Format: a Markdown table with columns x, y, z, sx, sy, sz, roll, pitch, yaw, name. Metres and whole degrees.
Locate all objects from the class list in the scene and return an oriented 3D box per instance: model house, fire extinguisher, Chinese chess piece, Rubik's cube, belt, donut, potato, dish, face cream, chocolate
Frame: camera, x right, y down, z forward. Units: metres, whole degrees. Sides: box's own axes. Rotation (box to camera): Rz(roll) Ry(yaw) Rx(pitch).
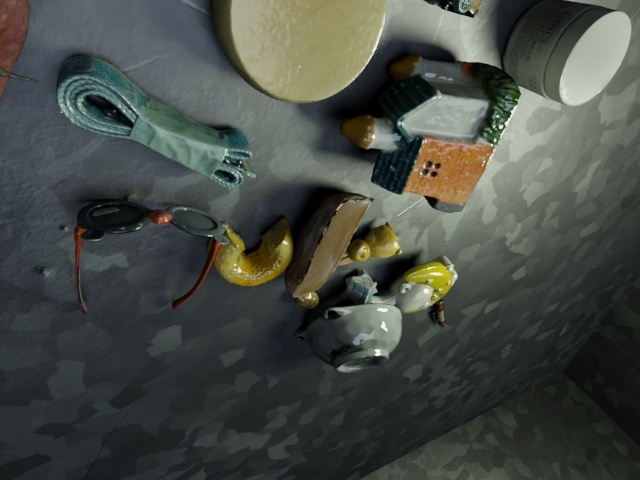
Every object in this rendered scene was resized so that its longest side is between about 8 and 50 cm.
| x | y | z | sx | sy | sz | roll | pitch | yaw | name |
| --- | --- | --- | --- | --- | --- | --- | --- | --- | --- |
| 0.173 | -0.216 | 0.795 | 0.300 | 0.190 | 0.272 | 4 | 130 | -16 | model house |
| 0.406 | 0.257 | 1.434 | 0.048 | 0.035 | 0.173 | -33 | 134 | -9 | fire extinguisher |
| -0.028 | -0.326 | 0.593 | 0.250 | 0.097 | 0.251 | -17 | 133 | -19 | Chinese chess piece |
| 0.108 | 0.120 | 1.094 | 0.073 | 0.084 | 0.075 | -30 | 162 | -47 | Rubik's cube |
| -0.225 | -0.165 | 0.623 | 0.302 | 0.072 | 0.087 | 20 | 117 | -42 | belt |
| -0.136 | 0.031 | 0.853 | 0.181 | 0.078 | 0.146 | -6 | 127 | -27 | donut |
| -0.036 | 0.145 | 1.042 | 0.051 | 0.040 | 0.083 | -41 | 136 | 12 | potato |
| 0.096 | 0.277 | 1.120 | 0.302 | 0.120 | 0.303 | -9 | 149 | -5 | dish |
| 0.491 | -0.382 | 0.843 | 0.177 | 0.153 | 0.178 | -18 | 133 | -21 | face cream |
| 0.000 | -0.002 | 0.902 | 0.161 | 0.083 | 0.262 | -9 | 132 | -59 | chocolate |

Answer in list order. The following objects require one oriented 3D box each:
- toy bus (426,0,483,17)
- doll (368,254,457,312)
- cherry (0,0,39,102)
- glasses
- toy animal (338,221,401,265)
| x | y | z | sx | sy | sz | roll | pitch | yaw | name |
| --- | --- | --- | --- | --- | --- | --- | --- | --- | --- |
| 0.191 | -0.439 | 0.642 | 0.181 | 0.091 | 0.103 | 13 | 117 | -42 | toy bus |
| 0.268 | 0.135 | 1.178 | 0.252 | 0.111 | 0.237 | -37 | 150 | 20 | doll |
| -0.417 | -0.208 | 0.360 | 0.307 | 0.221 | 0.261 | 22 | 105 | -29 | cherry |
| -0.305 | 0.058 | 0.736 | 0.233 | 0.118 | 0.269 | 0 | 126 | -35 | glasses |
| 0.108 | 0.023 | 1.003 | 0.159 | 0.083 | 0.070 | -21 | 159 | -6 | toy animal |
